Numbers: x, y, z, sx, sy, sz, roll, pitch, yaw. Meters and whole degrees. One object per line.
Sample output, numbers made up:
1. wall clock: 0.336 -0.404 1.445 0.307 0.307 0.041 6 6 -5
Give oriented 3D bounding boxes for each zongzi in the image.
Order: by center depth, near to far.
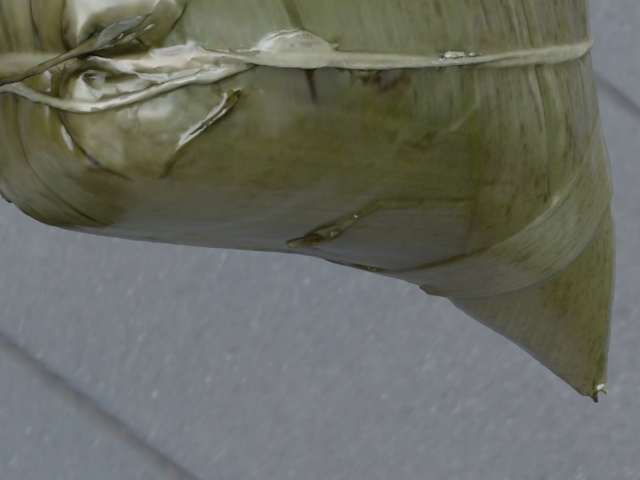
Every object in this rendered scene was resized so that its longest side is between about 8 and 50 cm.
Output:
1. zongzi: 0.000 0.000 0.404 0.189 0.081 0.178 -38 121 -42
